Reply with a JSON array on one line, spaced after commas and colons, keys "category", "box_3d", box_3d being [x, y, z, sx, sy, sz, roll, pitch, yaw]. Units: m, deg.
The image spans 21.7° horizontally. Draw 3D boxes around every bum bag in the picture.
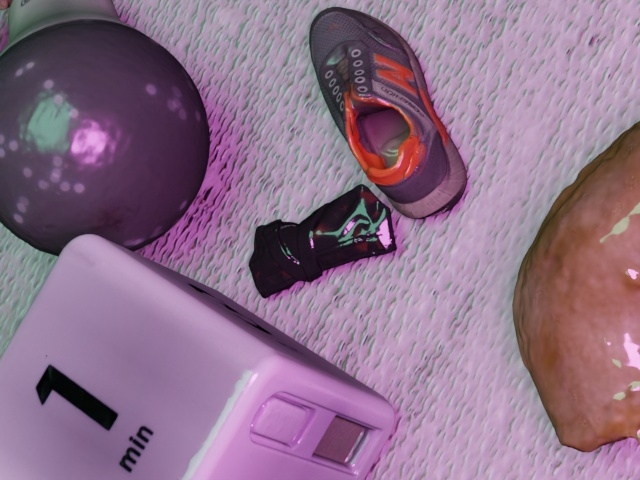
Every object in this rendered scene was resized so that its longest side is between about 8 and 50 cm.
[{"category": "bum bag", "box_3d": [-0.001, 0.000, 1.224, 0.124, 0.034, 0.058, -22, 78, 23]}]

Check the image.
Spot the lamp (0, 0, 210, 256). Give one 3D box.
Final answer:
[{"category": "lamp", "box_3d": [-0.208, -0.117, 1.302, 0.182, 0.182, 0.314, -46, 52, 10]}]

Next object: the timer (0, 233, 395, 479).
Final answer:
[{"category": "timer", "box_3d": [-0.100, 0.136, 1.141, 0.195, 0.192, 0.194, 29, 90, 33]}]

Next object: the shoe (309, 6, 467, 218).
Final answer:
[{"category": "shoe", "box_3d": [0.037, -0.104, 1.210, 0.074, 0.077, 0.194, -36, 60, 16]}]

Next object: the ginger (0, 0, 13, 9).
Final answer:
[{"category": "ginger", "box_3d": [-0.342, -0.124, 1.449, 0.288, 0.075, 0.089, -55, 51, 9]}]

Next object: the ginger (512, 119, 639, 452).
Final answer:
[{"category": "ginger", "box_3d": [0.211, 0.006, 1.042, 0.152, 0.138, 0.267, 25, 100, 20]}]
